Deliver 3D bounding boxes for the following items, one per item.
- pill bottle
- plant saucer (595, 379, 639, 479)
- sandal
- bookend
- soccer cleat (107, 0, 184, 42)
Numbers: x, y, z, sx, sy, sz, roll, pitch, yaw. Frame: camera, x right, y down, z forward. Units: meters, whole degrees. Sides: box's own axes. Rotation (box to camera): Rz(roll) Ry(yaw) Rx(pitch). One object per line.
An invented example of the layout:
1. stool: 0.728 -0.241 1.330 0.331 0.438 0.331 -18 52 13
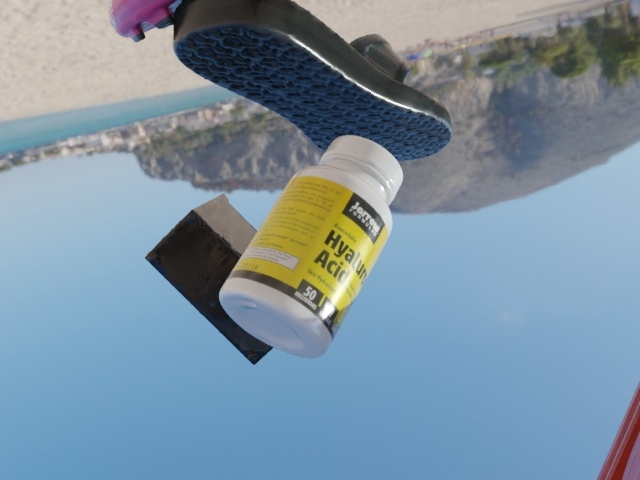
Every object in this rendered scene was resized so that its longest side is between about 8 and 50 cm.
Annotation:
1. pill bottle: 0.000 0.000 0.401 0.065 0.065 0.116 0 -128 47
2. plant saucer: 0.238 0.176 0.499 0.048 0.258 0.259 18 -158 13
3. sandal: 0.025 -0.185 0.811 0.168 0.106 0.446 -5 167 30
4. bookend: -0.092 0.034 0.803 0.072 0.156 0.157 -44 -175 10
5. soccer cleat: -0.102 -0.293 0.629 0.331 0.143 0.116 -19 -163 46
